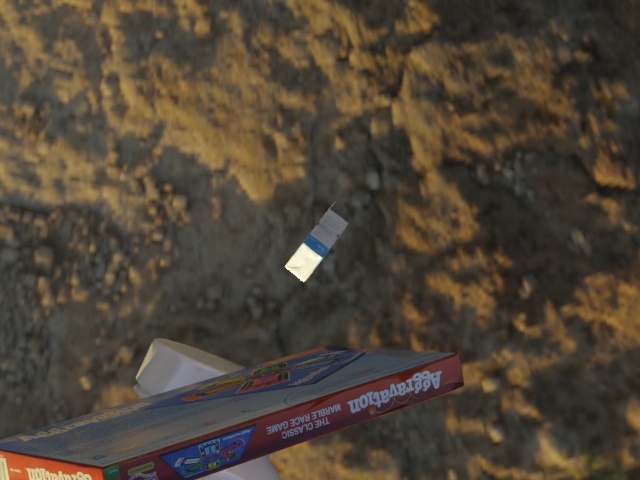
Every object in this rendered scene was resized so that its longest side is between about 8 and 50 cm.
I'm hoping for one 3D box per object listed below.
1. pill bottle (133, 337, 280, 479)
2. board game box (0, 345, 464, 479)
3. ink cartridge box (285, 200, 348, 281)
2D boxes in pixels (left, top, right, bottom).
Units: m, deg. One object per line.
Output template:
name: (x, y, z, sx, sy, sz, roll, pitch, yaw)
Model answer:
pill bottle: (-0.129, 0.236, 1.352, 0.160, 0.160, 0.283, 22, 89, -14)
board game box: (-0.058, 0.112, 1.030, 0.281, 0.145, 0.027, -13, 99, -39)
ink cartridge box: (0.000, 0.000, 1.743, 0.028, 0.083, 0.048, 37, 135, -1)
